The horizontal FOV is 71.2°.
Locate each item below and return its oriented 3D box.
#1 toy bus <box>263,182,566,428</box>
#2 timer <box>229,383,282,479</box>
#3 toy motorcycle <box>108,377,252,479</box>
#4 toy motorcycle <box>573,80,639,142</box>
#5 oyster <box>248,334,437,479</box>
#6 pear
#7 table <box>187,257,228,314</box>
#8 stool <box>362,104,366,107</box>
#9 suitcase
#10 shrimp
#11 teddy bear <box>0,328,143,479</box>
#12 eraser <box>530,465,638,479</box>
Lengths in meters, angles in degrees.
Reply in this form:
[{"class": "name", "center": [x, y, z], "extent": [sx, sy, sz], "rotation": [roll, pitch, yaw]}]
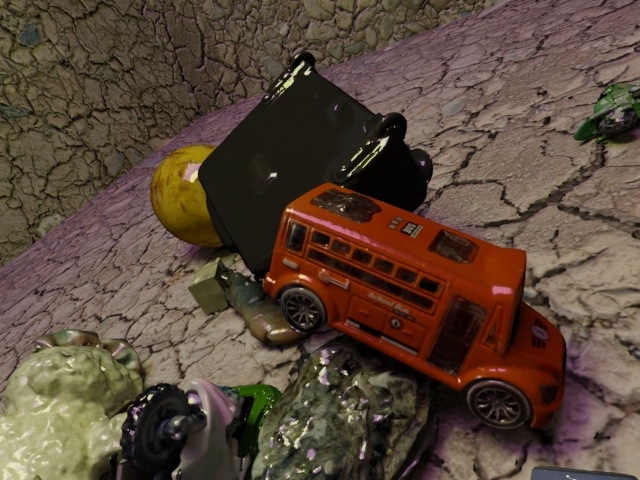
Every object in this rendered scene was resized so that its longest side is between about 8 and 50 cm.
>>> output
[{"class": "toy bus", "center": [0.111, 0.056, 0.494], "extent": [0.329, 0.153, 0.143], "rotation": [24, 31, 19]}, {"class": "timer", "center": [-0.113, 0.258, 0.602], "extent": [0.128, 0.047, 0.140], "rotation": [-13, 33, 25]}, {"class": "toy motorcycle", "center": [-0.127, 0.243, 0.483], "extent": [0.108, 0.239, 0.204], "rotation": [15, 14, 12]}, {"class": "toy motorcycle", "center": [0.553, -0.249, 0.826], "extent": [0.190, 0.074, 0.106], "rotation": [-43, 22, -23]}, {"class": "oyster", "center": [0.010, 0.214, 0.477], "extent": [0.162, 0.158, 0.351], "rotation": [-36, 0, 41]}, {"class": "pear", "center": [-0.284, -0.114, 1.131], "extent": [0.281, 0.280, 0.280], "rotation": [-21, 29, 13]}, {"class": "table", "center": [-0.226, 0.094, 0.939], "extent": [0.062, 0.079, 0.083], "rotation": [-22, 27, 8]}, {"class": "stool", "center": [0.037, -0.168, 1.030], "extent": [0.272, 0.178, 0.272], "rotation": [-21, 31, 13]}, {"class": "suitcase", "center": [-0.033, -0.104, 0.751], "extent": [0.339, 0.188, 0.345], "rotation": [-43, 48, 6]}, {"class": "shrimp", "center": [-0.085, 0.086, 0.841], "extent": [0.178, 0.075, 0.289], "rotation": [-29, 26, -19]}, {"class": "teddy bear", "center": [-0.378, 0.225, 0.627], "extent": [0.328, 0.375, 0.362], "rotation": [12, 52, -9]}, {"class": "eraser", "center": [0.198, 0.268, 0.324], "extent": [0.082, 0.036, 0.225], "rotation": [-10, 33, 33]}]
